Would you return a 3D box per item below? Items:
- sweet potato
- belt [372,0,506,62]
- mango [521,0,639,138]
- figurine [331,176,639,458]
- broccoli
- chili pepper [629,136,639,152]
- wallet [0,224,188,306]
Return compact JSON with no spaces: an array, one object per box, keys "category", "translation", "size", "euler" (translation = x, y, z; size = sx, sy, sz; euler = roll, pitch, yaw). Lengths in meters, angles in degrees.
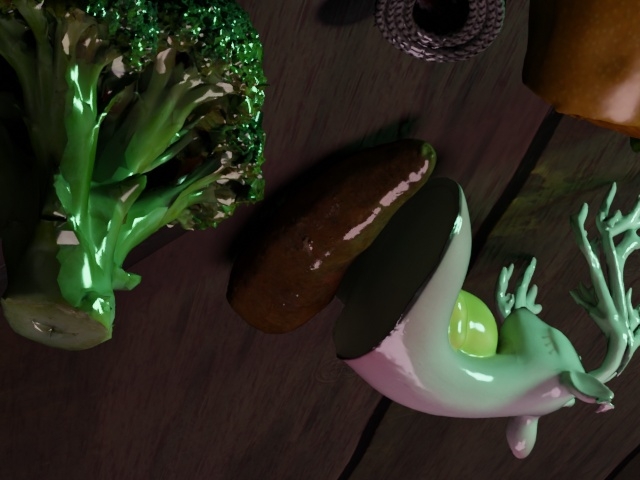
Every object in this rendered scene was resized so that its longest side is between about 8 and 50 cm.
[{"category":"sweet potato","translation":[0.000,0.000,1.604],"size":[0.097,0.097,0.292],"euler":[1,150,-35]},{"category":"belt","translation":[0.083,-0.234,1.125],"size":[0.126,0.094,0.359],"euler":[-2,154,-3]},{"category":"mango","translation":[0.216,-0.209,1.029],"size":[0.144,0.359,0.187],"euler":[22,150,15]},{"category":"figurine","translation":[0.186,0.054,1.709],"size":[0.206,0.284,0.316],"euler":[-23,133,39]},{"category":"broccoli","translation":[-0.146,-0.053,1.174],"size":[0.269,0.269,0.254],"euler":[5,156,-39]},{"category":"chili pepper","translation":[0.387,-0.135,1.570],"size":[0.253,0.083,0.099],"euler":[-23,165,24]},{"category":"wallet","translation":[-0.196,-0.012,1.508],"size":[0.229,0.049,0.182],"euler":[-30,150,26]}]
